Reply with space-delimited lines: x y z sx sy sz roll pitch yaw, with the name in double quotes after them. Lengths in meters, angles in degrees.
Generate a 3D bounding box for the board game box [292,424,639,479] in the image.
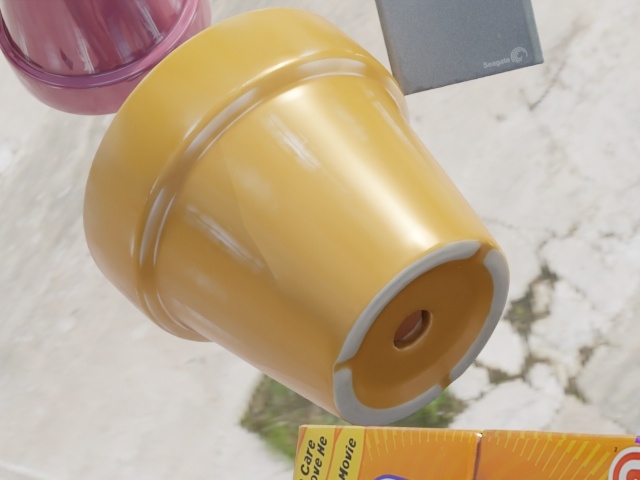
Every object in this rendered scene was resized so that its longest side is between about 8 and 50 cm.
0.205 0.335 1.247 0.356 0.356 0.356 19 75 -42 "board game box"

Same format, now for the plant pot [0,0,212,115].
-0.214 -0.243 1.615 0.201 0.180 0.201 -4 61 8 "plant pot"

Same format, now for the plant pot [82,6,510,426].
0.000 0.000 1.015 0.205 0.205 0.188 -33 52 -20 "plant pot"

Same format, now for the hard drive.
0.078 -0.164 1.096 0.094 0.022 0.135 -13 101 5 "hard drive"
